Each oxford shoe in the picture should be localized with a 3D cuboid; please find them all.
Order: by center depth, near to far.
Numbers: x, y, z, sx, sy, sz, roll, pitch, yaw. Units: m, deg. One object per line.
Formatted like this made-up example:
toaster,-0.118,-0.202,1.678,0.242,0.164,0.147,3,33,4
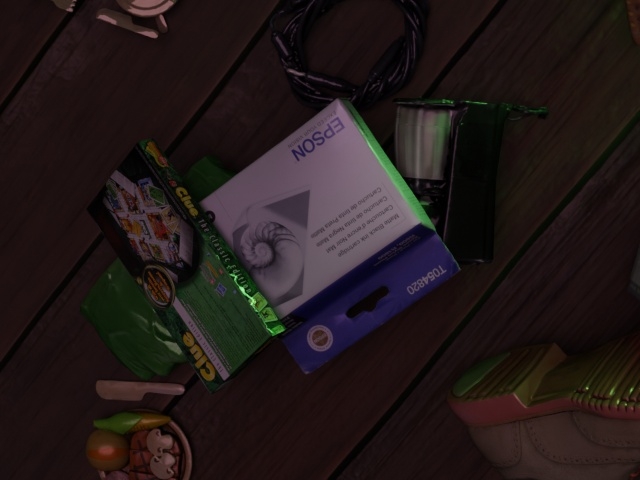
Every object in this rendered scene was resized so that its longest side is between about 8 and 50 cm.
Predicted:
oxford shoe,0.315,0.185,1.432,0.397,0.140,0.147,-8,114,52

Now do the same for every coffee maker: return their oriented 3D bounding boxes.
coffee maker,0.156,-0.064,1.515,0.171,0.120,0.178,5,95,12

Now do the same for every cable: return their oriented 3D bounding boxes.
cable,0.040,-0.225,1.569,0.184,0.047,0.151,-20,89,13

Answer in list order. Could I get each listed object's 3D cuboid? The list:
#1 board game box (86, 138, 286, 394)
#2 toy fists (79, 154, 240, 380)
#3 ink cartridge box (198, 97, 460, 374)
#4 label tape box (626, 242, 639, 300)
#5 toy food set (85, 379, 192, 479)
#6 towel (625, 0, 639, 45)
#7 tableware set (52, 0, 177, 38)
board game box,-0.152,0.029,1.518,0.136,0.030,0.260,-43,77,39
toy fists,-0.150,0.041,1.609,0.142,0.096,0.279,45,104,15
ink cartridge box,0.000,0.000,1.483,0.223,0.045,0.224,-36,83,18
label tape box,0.417,-0.079,1.384,0.105,0.240,0.334,14,96,1
toy food set,-0.220,0.266,1.666,0.132,0.038,0.192,-1,93,13
towel,0.468,-0.339,1.336,0.370,0.040,0.271,-11,130,13
tableware set,-0.253,-0.320,1.637,0.194,0.039,0.128,21,86,5
